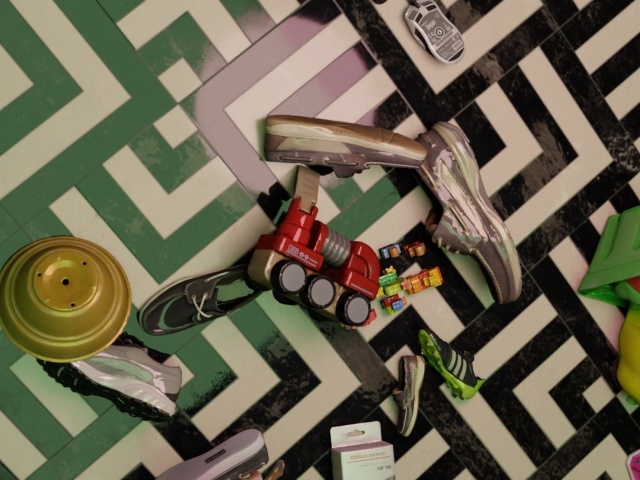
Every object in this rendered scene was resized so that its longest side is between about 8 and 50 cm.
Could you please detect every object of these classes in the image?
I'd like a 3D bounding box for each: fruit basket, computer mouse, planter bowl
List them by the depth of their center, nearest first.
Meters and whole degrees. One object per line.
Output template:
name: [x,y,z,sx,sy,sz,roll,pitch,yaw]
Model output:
planter bowl: [-0.407,0.079,1.522,0.217,0.090,0.217,6,68,-14]
computer mouse: [0.186,-0.396,1.725,0.106,0.042,0.193,-40,100,-14]
fruit basket: [0.693,0.143,1.834,0.392,0.283,0.391,5,77,-20]

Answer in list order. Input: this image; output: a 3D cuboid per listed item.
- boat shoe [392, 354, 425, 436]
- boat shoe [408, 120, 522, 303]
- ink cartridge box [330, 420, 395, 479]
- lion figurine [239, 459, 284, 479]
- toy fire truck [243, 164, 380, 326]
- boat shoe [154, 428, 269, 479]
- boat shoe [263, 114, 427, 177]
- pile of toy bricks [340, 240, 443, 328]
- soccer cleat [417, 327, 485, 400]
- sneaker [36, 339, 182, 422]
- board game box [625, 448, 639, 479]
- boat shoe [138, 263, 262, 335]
boat shoe: [0.157,0.287,1.782,0.049,0.056,0.152,11,83,-13]
boat shoe: [0.252,-0.038,1.749,0.130,0.132,0.355,-25,93,-2]
ink cartridge box: [0.080,0.430,1.754,0.104,0.060,0.180,-5,88,-16]
lion figurine: [-0.219,0.476,1.570,0.240,0.142,0.392,-2,139,-30]
toy fire truck: [0.000,0.000,1.638,0.217,0.158,0.246,28,76,-30]
boat shoe: [-0.193,0.416,1.680,0.229,0.080,0.076,-29,114,-17]
boat shoe: [0.040,-0.155,1.667,0.285,0.103,0.092,9,109,-4]
pile of toy bricks: [0.128,0.079,1.721,0.212,0.105,0.118,-22,101,-14]
soccer cleat: [0.245,0.222,1.802,0.072,0.060,0.179,-43,112,-19]
sneaker: [-0.359,0.209,1.605,0.272,0.100,0.108,27,57,-12]
board game box: [0.870,0.550,2.024,0.390,0.050,0.389,-23,102,-13]
boat shoe: [-0.200,0.101,1.640,0.233,0.079,0.084,-21,103,-12]
